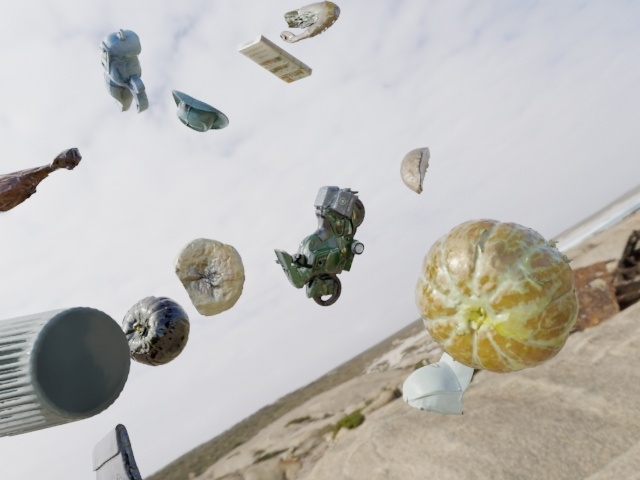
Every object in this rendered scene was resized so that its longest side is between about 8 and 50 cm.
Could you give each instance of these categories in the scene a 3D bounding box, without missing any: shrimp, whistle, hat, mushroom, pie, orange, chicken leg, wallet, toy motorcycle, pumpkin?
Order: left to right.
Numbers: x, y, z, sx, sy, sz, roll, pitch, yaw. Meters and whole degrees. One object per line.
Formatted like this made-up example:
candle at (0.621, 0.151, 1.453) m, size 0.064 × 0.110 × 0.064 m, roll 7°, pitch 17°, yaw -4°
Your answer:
chicken leg at (-0.832, -0.183, 1.457) m, size 0.304 × 0.113 × 0.093 m, roll -35°, pitch -31°, yaw -8°
wallet at (-0.536, 0.588, 1.306) m, size 0.044 × 0.171 × 0.321 m, roll -11°, pitch -21°, yaw -41°
whistle at (-0.481, -0.410, 1.232) m, size 0.093 × 0.180 × 0.269 m, roll -33°, pitch -7°, yaw -27°
pumpkin at (-0.544, 0.291, 1.659) m, size 0.237 × 0.238 × 0.159 m, roll -33°, pitch -27°, yaw 1°
hat at (-0.368, -0.365, 1.496) m, size 0.138 × 0.190 × 0.078 m, roll 118°, pitch 177°, yaw -78°
pie at (-0.298, 0.090, 1.399) m, size 0.185 × 0.218 × 0.052 m, roll -35°, pitch -10°, yaw -4°
shrimp at (-0.044, -0.599, 1.413) m, size 0.173 × 0.253 × 0.058 m, roll -53°, pitch -52°, yaw -17°
toy motorcycle at (0.000, 0.000, 1.131) m, size 0.187 × 0.275 × 0.124 m, roll 22°, pitch -7°, yaw -27°
mushroom at (0.317, -0.244, 1.713) m, size 0.094 × 0.072 × 0.210 m, roll -9°, pitch 46°, yaw 36°
hat at (0.438, 0.498, 1.904) m, size 0.302 × 0.168 × 0.257 m, roll -62°, pitch 17°, yaw -10°
orange at (0.363, 0.115, 1.066) m, size 0.249 × 0.329 × 0.329 m, roll -17°, pitch -20°, yaw -44°

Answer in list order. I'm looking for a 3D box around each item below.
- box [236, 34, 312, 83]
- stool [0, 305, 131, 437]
box at (-0.144, -0.575, 1.619) m, size 0.122 × 0.032 × 0.220 m, roll -2°, pitch -15°, yaw 45°
stool at (-0.656, 0.307, 1.215) m, size 0.329 × 0.298 × 0.297 m, roll -17°, pitch -5°, yaw 30°
